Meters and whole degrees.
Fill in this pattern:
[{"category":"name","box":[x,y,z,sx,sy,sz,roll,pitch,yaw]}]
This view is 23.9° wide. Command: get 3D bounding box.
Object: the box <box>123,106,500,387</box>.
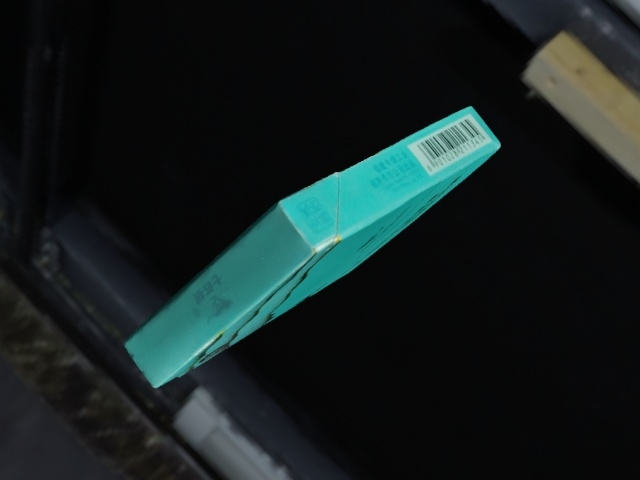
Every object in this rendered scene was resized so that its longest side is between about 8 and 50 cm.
[{"category":"box","box":[0.000,0.000,0.931,0.042,0.226,0.161,53,-52,6]}]
